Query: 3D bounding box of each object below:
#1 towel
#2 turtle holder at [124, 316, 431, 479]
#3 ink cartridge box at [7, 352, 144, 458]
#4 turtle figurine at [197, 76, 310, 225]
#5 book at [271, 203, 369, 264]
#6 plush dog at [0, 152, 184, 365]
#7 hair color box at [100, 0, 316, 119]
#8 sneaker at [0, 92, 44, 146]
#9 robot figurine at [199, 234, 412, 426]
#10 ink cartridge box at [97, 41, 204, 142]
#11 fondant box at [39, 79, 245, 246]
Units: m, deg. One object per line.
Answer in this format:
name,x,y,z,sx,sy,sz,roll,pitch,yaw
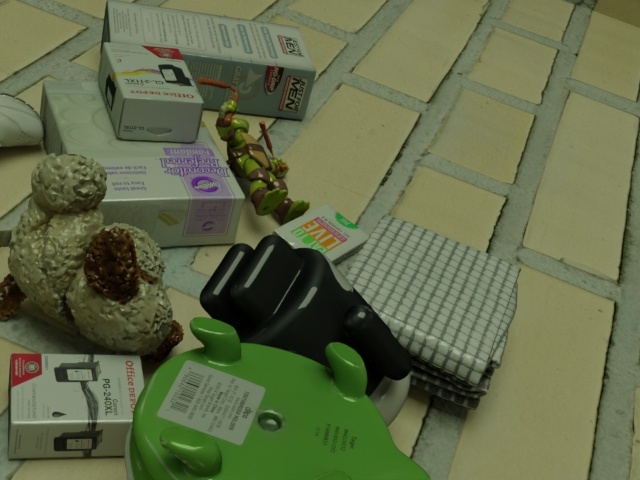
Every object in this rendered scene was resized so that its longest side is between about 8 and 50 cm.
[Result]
towel,0.146,0.100,1.353,0.235,0.121,0.283,24,34,6
turtle holder,-0.040,0.238,0.983,0.320,0.227,0.243,2,37,-22
ink cartridge box,-0.275,0.186,1.093,0.150,0.063,0.109,3,37,-20
turtle figurine,-0.113,-0.131,1.530,0.087,0.269,0.217,-33,59,5
book,0.000,0.000,1.501,0.096,0.035,0.144,36,38,19
plush dog,-0.274,0.053,1.176,0.225,0.262,0.210,31,69,34
hair color box,-0.213,-0.336,1.795,0.374,0.113,0.185,4,37,-18
sneaker,-0.546,-0.152,1.420,0.297,0.111,0.129,-3,73,-45
robot figurine,-0.015,0.124,1.133,0.278,0.173,0.209,49,0,-25
ink cartridge box,-0.265,-0.232,1.498,0.127,0.072,0.175,0,38,-26
fondant box,-0.284,-0.124,1.489,0.238,0.096,0.330,-3,41,-27
